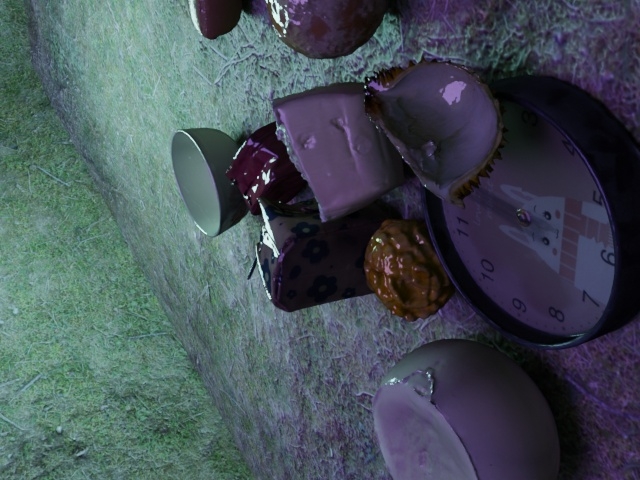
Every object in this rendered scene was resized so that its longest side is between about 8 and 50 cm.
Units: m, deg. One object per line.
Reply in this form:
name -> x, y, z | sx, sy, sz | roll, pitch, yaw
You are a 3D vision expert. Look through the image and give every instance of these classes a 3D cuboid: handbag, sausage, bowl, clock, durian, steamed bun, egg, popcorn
handbag -> 0.000, 0.000, 1.423 | 0.193, 0.252, 0.190 | -128, 36, -49
sausage -> -0.217, -0.549, 1.545 | 0.123, 0.123, 0.252 | 47, 146, 36
bowl -> -0.251, -0.157, 1.880 | 0.277, 0.145, 0.277 | 40, 142, 41
clock -> 0.280, -0.031, 1.043 | 0.386, 0.076, 0.386 | 42, 143, 42
durian -> 0.148, -0.148, 0.968 | 0.252, 0.139, 0.144 | 58, 148, 22
steamed bun -> 0.240, 0.309, 1.228 | 0.324, 0.206, 0.324 | 42, 144, 40
egg -> 0.013, -0.382, 1.160 | 0.195, 0.195, 0.233 | 57, 150, 23
steamed bun -> 0.036, -0.157, 1.305 | 0.170, 0.200, 0.225 | -72, -31, -73
handbag -> -0.101, -0.156, 1.599 | 0.135, 0.146, 0.225 | 59, 152, 7
popcorn -> 0.150, 0.044, 1.274 | 0.170, 0.180, 0.180 | -27, 85, 49

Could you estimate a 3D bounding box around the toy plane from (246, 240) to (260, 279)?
toy plane -> -0.090, 0.051, 1.759 | 0.107, 0.182, 0.273 | 25, 141, 11
